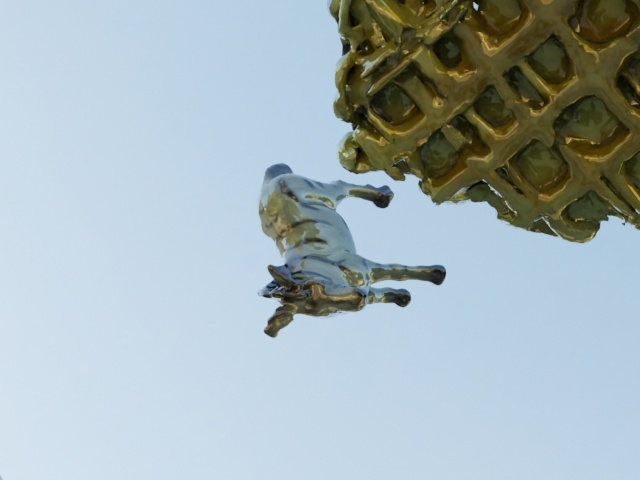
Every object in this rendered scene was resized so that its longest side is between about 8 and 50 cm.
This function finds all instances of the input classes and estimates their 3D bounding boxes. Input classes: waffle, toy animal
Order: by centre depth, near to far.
[{"bbox_3d":[0.148,-0.146,0.704,0.297,0.073,0.317,7,-65,9],"label":"waffle"},{"bbox_3d":[-0.002,0.005,0.913,0.176,0.217,0.073,9,-57,-38],"label":"toy animal"}]

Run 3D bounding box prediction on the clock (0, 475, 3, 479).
[{"bbox_3d":[-0.158,0.159,0.418,0.189,0.254,0.188,-1,-82,-4],"label":"clock"}]
